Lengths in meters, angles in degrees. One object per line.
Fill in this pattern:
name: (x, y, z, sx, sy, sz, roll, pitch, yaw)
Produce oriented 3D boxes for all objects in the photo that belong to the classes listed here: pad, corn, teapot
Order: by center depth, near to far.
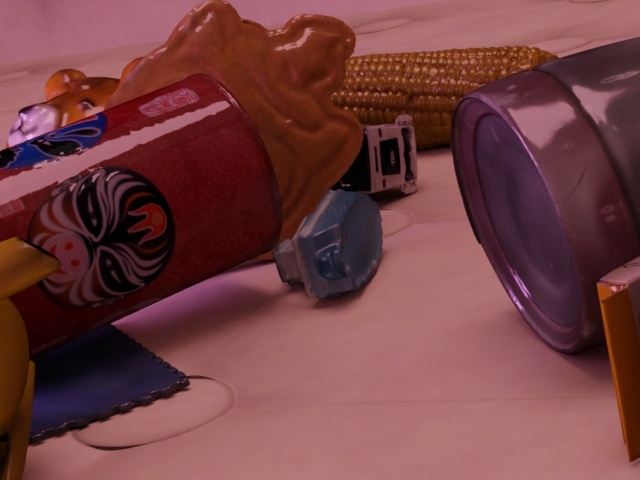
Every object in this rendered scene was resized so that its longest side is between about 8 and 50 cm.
teapot: (0.296, -0.050, 1.288, 0.312, 0.233, 0.315, -20, -19, -10)
pad: (-0.285, 0.143, 1.400, 0.269, 0.012, 0.269, -17, 17, -21)
corn: (0.139, -0.194, 2.040, 0.387, 0.144, 0.144, -5, 17, 25)

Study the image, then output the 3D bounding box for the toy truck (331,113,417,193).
toy truck: (0.016, -0.105, 1.899, 0.125, 0.101, 0.242, -9, 8, -40)

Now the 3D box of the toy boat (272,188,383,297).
toy boat: (0.000, 0.000, 1.558, 0.102, 0.088, 0.215, -10, 17, 18)

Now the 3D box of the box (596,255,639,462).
box: (0.282, 0.054, 1.090, 0.247, 0.129, 0.033, -23, 18, -36)

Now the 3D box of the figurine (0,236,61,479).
figurine: (-0.309, 0.110, 1.180, 0.169, 0.218, 0.327, 5, -4, -21)

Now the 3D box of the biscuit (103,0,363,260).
biscuit: (-0.100, -0.112, 1.665, 0.376, 0.269, 0.051, -47, 6, -7)

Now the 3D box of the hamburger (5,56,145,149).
hamburger: (-0.254, -0.091, 1.791, 0.276, 0.237, 0.276, -13, 14, 3)

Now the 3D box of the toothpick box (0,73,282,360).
toothpick box: (-0.229, -0.016, 1.473, 0.333, 0.204, 0.204, -24, 20, -26)
